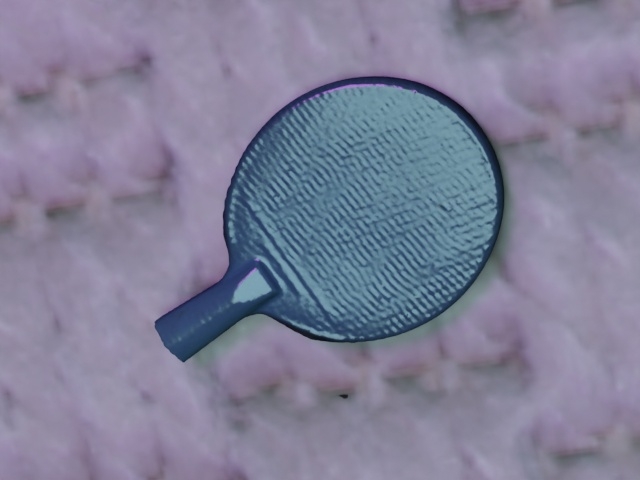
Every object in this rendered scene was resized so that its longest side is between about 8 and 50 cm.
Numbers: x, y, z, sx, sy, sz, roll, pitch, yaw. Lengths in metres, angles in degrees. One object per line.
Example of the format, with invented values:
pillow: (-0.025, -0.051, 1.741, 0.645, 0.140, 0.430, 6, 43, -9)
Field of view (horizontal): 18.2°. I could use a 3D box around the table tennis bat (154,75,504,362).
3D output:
table tennis bat: (0.000, 0.000, 0.777, 0.155, 0.019, 0.100, -35, 95, 18)
